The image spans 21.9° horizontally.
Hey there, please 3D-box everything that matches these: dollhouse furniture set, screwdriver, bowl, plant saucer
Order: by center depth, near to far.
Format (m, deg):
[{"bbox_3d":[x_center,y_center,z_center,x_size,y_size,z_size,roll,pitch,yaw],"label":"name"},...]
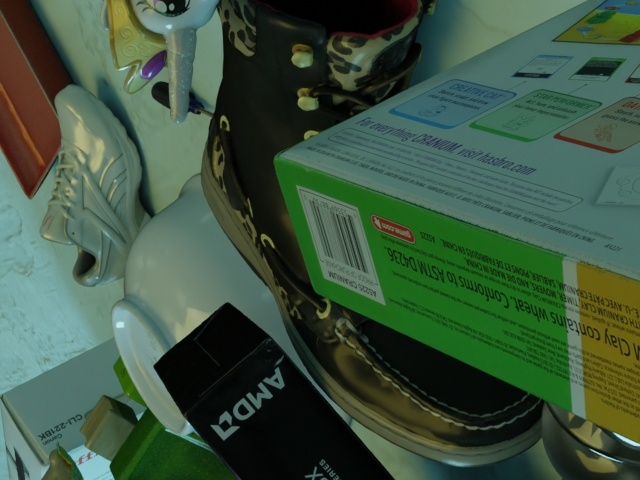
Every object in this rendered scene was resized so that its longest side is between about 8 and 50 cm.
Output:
[{"bbox_3d":[-0.099,-0.113,1.490,0.170,0.024,0.025,29,169,42],"label":"screwdriver"},{"bbox_3d":[-0.107,0.095,1.576,0.298,0.134,0.297,45,151,33],"label":"bowl"},{"bbox_3d":[-0.205,0.293,1.751,0.151,0.301,0.197,31,-172,-25],"label":"dollhouse furniture set"},{"bbox_3d":[-0.351,-0.199,1.873,0.259,0.048,0.258,62,157,4],"label":"plant saucer"}]

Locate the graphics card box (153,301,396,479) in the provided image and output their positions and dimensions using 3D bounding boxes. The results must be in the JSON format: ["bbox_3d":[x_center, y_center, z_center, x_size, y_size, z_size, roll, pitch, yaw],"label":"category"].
[{"bbox_3d":[0.027,0.222,1.307,0.371,0.094,0.233,51,175,-12],"label":"graphics card box"}]

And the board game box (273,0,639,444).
[{"bbox_3d":[0.178,-0.047,0.612,0.242,0.317,0.064,24,136,56],"label":"board game box"}]

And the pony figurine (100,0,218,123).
[{"bbox_3d":[-0.070,-0.286,0.957,0.363,0.303,0.351,-32,79,46],"label":"pony figurine"}]

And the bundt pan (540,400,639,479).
[{"bbox_3d":[0.242,0.140,0.921,0.331,0.124,0.330,45,150,35],"label":"bundt pan"}]

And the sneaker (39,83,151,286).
[{"bbox_3d":[-0.245,-0.047,1.727,0.090,0.115,0.232,26,137,54],"label":"sneaker"}]

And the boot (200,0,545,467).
[{"bbox_3d":[0.032,-0.047,1.151,0.377,0.138,0.284,53,155,35],"label":"boot"}]

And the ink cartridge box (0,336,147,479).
[{"bbox_3d":[-0.267,0.249,1.982,0.114,0.197,0.273,51,153,26],"label":"ink cartridge box"}]
